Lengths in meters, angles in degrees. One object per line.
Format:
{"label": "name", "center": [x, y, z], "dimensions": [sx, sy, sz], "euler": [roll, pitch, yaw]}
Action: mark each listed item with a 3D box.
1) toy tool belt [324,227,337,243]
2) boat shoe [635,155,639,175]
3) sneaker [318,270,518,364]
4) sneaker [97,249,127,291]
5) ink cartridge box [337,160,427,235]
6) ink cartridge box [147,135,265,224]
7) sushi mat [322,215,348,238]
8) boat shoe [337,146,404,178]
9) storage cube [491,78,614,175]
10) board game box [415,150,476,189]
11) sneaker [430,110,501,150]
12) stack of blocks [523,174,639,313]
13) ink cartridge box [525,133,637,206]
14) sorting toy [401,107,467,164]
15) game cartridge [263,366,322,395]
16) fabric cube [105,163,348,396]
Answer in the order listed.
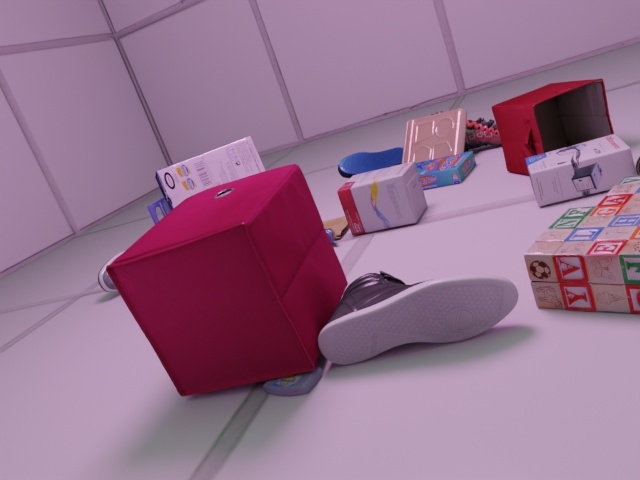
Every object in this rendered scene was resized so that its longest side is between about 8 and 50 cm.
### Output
{"label": "toy tool belt", "center": [0.000, 0.000, 1.429], "dimensions": [0.083, 0.052, 0.051], "euler": [-23, 8, -8]}
{"label": "boat shoe", "center": [0.668, -0.134, 1.025], "dimensions": [0.073, 0.080, 0.223], "euler": [-26, 21, -36]}
{"label": "sneaker", "center": [0.141, 0.087, 0.880], "dimensions": [0.296, 0.104, 0.147], "euler": [-19, 21, 18]}
{"label": "sneaker", "center": [-0.497, 0.057, 1.722], "dimensions": [0.178, 0.124, 0.295], "euler": [-18, 12, 44]}
{"label": "ink cartridge box", "center": [0.158, -0.105, 1.443], "dimensions": [0.176, 0.127, 0.128], "euler": [-11, 18, 28]}
{"label": "ink cartridge box", "center": [-0.370, -0.150, 1.931], "dimensions": [0.395, 0.270, 0.151], "euler": [-24, 3, -17]}
{"label": "sushi mat", "center": [-0.064, -0.010, 1.591], "dimensions": [0.316, 0.019, 0.151], "euler": [-12, 17, 24]}
{"label": "boat shoe", "center": [0.177, -0.236, 1.924], "dimensions": [0.258, 0.109, 0.089], "euler": [-8, -28, -19]}
{"label": "storage cube", "center": [0.561, -0.274, 1.414], "dimensions": [0.215, 0.184, 0.193], "euler": [-22, 16, -7]}
{"label": "board game box", "center": [0.325, -0.195, 1.681], "dimensions": [0.210, 0.047, 0.160], "euler": [-8, 20, 34]}
{"label": "sneaker", "center": [0.476, -0.327, 1.852], "dimensions": [0.276, 0.135, 0.097], "euler": [16, 19, 25]}
{"label": "stack of blocks", "center": [0.450, -0.007, 0.855], "dimensions": [0.171, 0.087, 0.297], "euler": [-2, 24, 47]}
{"label": "ink cartridge box", "center": [0.540, -0.148, 1.217], "dimensions": [0.190, 0.082, 0.139], "euler": [-16, 17, 20]}
{"label": "sorting toy", "center": [0.357, -0.304, 1.817], "dimensions": [0.208, 0.193, 0.038], "euler": [-3, -16, 41]}
{"label": "game cartridge", "center": [-0.044, 0.210, 0.867], "dimensions": [0.083, 0.017, 0.056], "euler": [-9, 23, 34]}
{"label": "fabric cube", "center": [-0.135, 0.059, 0.959], "dimensions": [0.254, 0.259, 0.258], "euler": [-15, 21, 22]}
